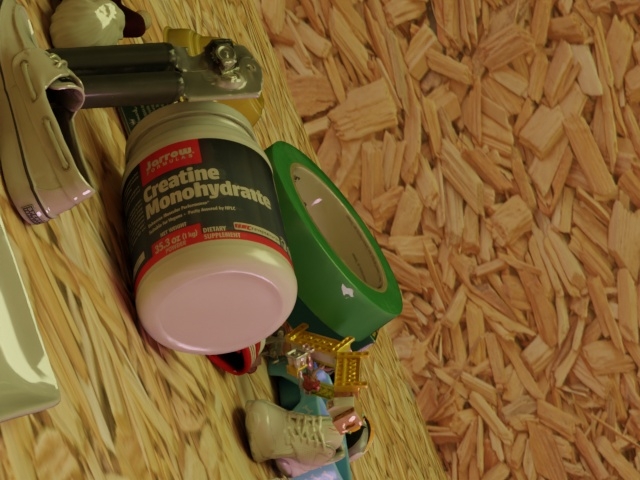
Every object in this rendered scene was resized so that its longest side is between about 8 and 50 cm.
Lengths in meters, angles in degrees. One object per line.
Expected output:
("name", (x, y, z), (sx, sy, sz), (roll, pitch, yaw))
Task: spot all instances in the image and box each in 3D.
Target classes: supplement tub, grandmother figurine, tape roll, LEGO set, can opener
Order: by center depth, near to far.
("can opener", (-0.200, -0.185, 1.728), (0.095, 0.283, 0.076), (-46, -123, 55))
("supplement tub", (-0.140, -0.017, 1.767), (0.191, 0.191, 0.272), (60, 12, -50))
("grandmother figurine", (-0.297, -0.334, 1.887), (0.208, 0.104, 0.342), (34, 28, -26))
("LEGO set", (0.008, 0.212, 2.058), (0.287, 0.132, 0.107), (32, -47, 51))
("tape roll", (0.000, 0.000, 2.204), (0.321, 0.077, 0.321), (49, 16, -18))

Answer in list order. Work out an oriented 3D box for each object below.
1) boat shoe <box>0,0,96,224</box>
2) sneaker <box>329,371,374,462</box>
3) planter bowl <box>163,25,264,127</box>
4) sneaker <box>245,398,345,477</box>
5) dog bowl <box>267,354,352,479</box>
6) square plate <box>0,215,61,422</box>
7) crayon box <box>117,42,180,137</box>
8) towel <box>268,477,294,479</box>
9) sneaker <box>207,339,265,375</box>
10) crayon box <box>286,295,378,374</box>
("boat shoe", (-0.285, -0.146, 1.486), (0.096, 0.088, 0.268), (57, 15, -58))
("sneaker", (0.033, 0.303, 2.597), (0.083, 0.084, 0.215), (45, 18, -39))
("planter bowl", (-0.137, -0.216, 2.060), (0.217, 0.090, 0.217), (-21, 90, -82))
("sneaker", (-0.030, 0.266, 2.042), (0.232, 0.115, 0.090), (42, 38, -64))
("dog bowl", (-0.014, 0.290, 2.285), (0.297, 0.074, 0.166), (-100, 167, -55))
("square plate", (-0.318, -0.015, 1.079), (0.347, 0.049, 0.344), (-4, 73, -82))
("crayon box", (-0.205, -0.166, 2.102), (0.323, 0.083, 0.203), (-26, 95, -81))
("towel", (-0.039, 0.400, 2.023), (0.197, 0.029, 0.144), (46, 25, -77))
("sneaker", (-0.130, 0.080, 1.988), (0.128, 0.087, 0.221), (-89, 156, -73))
("crayon box", (-0.026, 0.040, 2.449), (0.313, 0.106, 0.363), (54, 8, -2))
